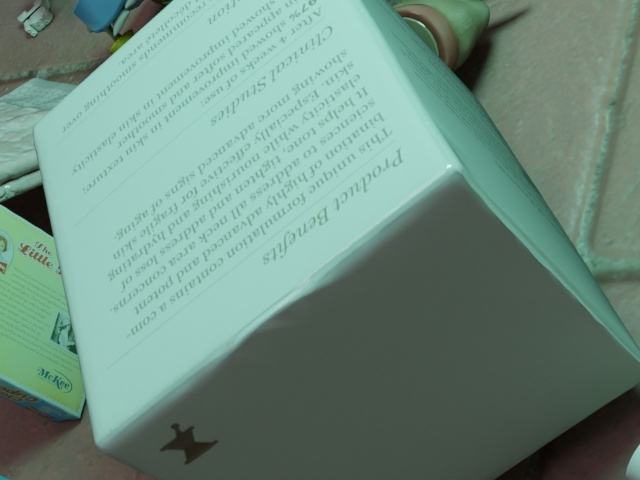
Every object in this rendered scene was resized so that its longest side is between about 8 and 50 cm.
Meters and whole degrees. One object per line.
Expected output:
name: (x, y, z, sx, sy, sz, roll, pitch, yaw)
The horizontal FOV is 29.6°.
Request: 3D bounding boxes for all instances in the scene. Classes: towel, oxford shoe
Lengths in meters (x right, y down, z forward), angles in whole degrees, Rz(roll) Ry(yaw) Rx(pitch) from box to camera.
towel: (-0.410, -0.138, 1.588, 0.317, 0.053, 0.331, -29, 29, -37)
oxford shoe: (0.043, -0.191, 1.360, 0.348, 0.123, 0.130, -7, 20, 46)

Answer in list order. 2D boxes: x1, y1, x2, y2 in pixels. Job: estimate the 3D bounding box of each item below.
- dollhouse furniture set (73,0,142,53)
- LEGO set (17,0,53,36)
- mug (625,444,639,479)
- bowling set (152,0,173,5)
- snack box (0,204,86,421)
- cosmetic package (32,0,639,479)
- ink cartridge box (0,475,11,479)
dollhouse furniture set: (-0.140, -0.379, 1.646, 0.286, 0.198, 0.303, -47, 1, -44)
LEGO set: (-0.401, -0.407, 1.870, 0.227, 0.087, 0.093, -39, 44, 14)
mug: (0.282, 0.174, 0.923, 0.064, 0.062, 0.078, 38, 96, 39)
bowling set: (-0.086, -0.298, 1.359, 0.154, 0.287, 0.200, 15, 44, 31)
snack box: (-0.378, 0.058, 1.358, 0.060, 0.322, 0.187, -11, 55, 38)
cosmetic package: (0.000, 0.000, 1.034, 0.329, 0.327, 0.394, -37, 44, 14)
ink cartridge box: (-0.324, 0.344, 1.157, 0.198, 0.270, 0.197, -6, 60, 37)
